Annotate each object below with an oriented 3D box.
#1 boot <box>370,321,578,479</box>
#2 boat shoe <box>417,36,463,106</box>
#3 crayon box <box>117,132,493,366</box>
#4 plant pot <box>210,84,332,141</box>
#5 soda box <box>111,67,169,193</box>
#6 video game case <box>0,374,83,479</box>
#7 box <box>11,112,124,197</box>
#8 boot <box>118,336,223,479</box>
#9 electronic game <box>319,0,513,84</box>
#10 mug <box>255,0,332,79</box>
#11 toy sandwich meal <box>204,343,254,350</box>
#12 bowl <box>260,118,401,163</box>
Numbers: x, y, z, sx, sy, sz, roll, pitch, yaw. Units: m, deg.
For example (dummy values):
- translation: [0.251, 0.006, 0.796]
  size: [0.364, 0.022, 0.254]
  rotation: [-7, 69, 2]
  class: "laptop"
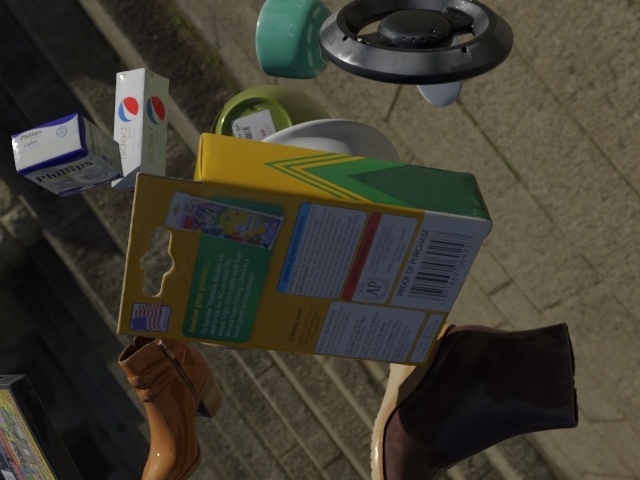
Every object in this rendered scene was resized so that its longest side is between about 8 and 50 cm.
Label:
- translation: [0.168, 0.198, 0.913]
  size: [0.207, 0.248, 0.090]
  rotation: [-6, 144, 25]
  class: "boot"
- translation: [0.155, -0.309, 1.266]
  size: [0.076, 0.080, 0.228]
  rotation: [-45, -66, -81]
  class: "boat shoe"
- translation: [-0.023, 0.013, 0.831]
  size: [0.083, 0.323, 0.203]
  rotation: [-98, 20, -49]
  class: "crayon box"
- translation: [-0.102, -0.184, 1.634]
  size: [0.275, 0.275, 0.293]
  rotation: [53, -177, 2]
  class: "plant pot"
- translation: [-0.327, -0.198, 1.549]
  size: [0.074, 0.069, 0.216]
  rotation: [16, -108, -61]
  class: "soda box"
- translation: [-0.444, 0.328, 1.293]
  size: [0.248, 0.035, 0.275]
  rotation: [-10, 107, 50]
  class: "video game case"
- translation: [-0.418, -0.139, 1.416]
  size: [0.137, 0.126, 0.072]
  rotation: [43, -148, -67]
  class: "box"
- translation: [-0.201, 0.203, 1.045]
  size: [0.152, 0.073, 0.197]
  rotation: [61, -152, -29]
  class: "boot"
- translation: [0.113, -0.243, 1.010]
  size: [0.229, 0.229, 0.048]
  rotation: [44, 146, 43]
  class: "electronic game"
- translation: [-0.026, -0.329, 1.362]
  size: [0.097, 0.158, 0.129]
  rotation: [10, 126, 22]
  class: "mug"
- translation: [-0.109, 0.111, 1.007]
  size: [0.085, 0.029, 0.085]
  rotation: [10, 177, 1]
  class: "toy sandwich meal"
- translation: [0.000, 0.000, 1.105]
  size: [0.134, 0.298, 0.298]
  rotation: [60, 176, 40]
  class: "bowl"
